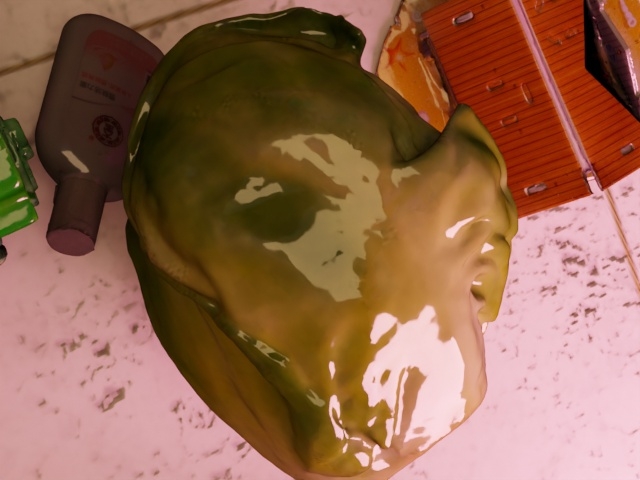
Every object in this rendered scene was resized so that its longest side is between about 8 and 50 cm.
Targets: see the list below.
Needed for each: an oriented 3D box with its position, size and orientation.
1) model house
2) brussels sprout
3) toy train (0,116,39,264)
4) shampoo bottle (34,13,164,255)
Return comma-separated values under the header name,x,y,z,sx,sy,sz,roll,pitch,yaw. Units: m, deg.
name,x,y,z,sx,sy,sz,roll,pitch,yaw
model house,0.152,-0.130,1.098,0.207,0.136,0.219,-23,95,-8
brussels sprout,-0.001,0.001,1.007,0.227,0.259,0.294,-29,94,-9
toy train,-0.257,-0.085,0.994,0.132,0.188,0.243,-25,96,-9
shampoo bottle,-0.144,-0.067,1.049,0.080,0.040,0.165,29,51,-28
